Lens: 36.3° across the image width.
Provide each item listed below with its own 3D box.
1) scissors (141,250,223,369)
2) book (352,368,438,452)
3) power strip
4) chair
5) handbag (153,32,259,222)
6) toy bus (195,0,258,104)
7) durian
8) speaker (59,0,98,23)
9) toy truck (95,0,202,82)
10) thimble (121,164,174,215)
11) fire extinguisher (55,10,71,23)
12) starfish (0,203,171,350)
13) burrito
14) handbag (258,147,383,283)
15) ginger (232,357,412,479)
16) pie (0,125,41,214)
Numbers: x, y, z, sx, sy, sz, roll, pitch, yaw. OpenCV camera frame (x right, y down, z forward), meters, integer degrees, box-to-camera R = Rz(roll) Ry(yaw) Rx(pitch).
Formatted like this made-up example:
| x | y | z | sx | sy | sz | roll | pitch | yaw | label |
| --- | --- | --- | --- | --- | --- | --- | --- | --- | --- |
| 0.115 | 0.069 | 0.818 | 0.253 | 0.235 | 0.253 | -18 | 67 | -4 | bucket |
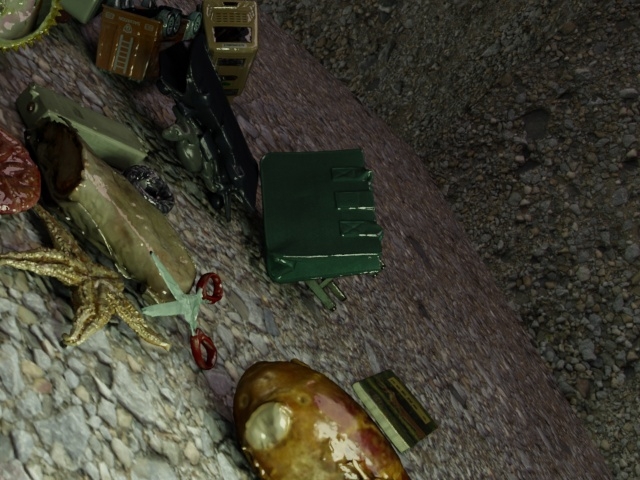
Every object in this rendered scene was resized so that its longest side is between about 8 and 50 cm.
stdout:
| x | y | z | sx | sy | sz | roll | pitch | yaw | label |
| --- | --- | --- | --- | --- | --- | --- | --- | --- | --- |
| -0.187 | 0.089 | 1.345 | 0.247 | 0.017 | 0.144 | 50 | 41 | -67 | scissors |
| 0.150 | 0.330 | 1.924 | 0.160 | 0.024 | 0.228 | 51 | 16 | 14 | book |
| -0.388 | -0.182 | 1.609 | 0.078 | 0.052 | 0.272 | 57 | 16 | 27 | power strip |
| 0.000 | 0.000 | 2.081 | 0.270 | 0.136 | 0.147 | 52 | 14 | 3 | chair |
| -0.221 | -0.211 | 1.885 | 0.269 | 0.118 | 0.325 | -98 | 166 | -64 | handbag |
| -0.225 | -0.436 | 2.265 | 0.289 | 0.139 | 0.157 | 132 | -46 | -68 | toy bus |
| -0.527 | -0.391 | 1.593 | 0.193 | 0.138 | 0.237 | 35 | 62 | -20 | durian |
| -0.484 | -0.576 | 1.967 | 0.184 | 0.183 | 0.406 | 31 | 13 | -14 | speaker |
| -0.355 | -0.414 | 2.035 | 0.136 | 0.162 | 0.305 | 18 | 15 | 5 | toy truck |
| -0.291 | -0.070 | 1.585 | 0.095 | 0.066 | 0.104 | 48 | 18 | 1 | thimble |
| -0.534 | -0.456 | 1.876 | 0.056 | 0.039 | 0.132 | 34 | 8 | 26 | fire extinguisher |
| -0.320 | 0.044 | 1.265 | 0.295 | 0.048 | 0.231 | 50 | 15 | 7 | starfish |
| -0.305 | -0.042 | 1.408 | 0.348 | 0.107 | 0.175 | 49 | -2 | -8 | burrito |
| -0.001 | -0.056 | 1.967 | 0.326 | 0.238 | 0.089 | -96 | -176 | -46 | handbag |
| 0.028 | 0.341 | 1.286 | 0.418 | 0.176 | 0.254 | 55 | 10 | 0 | ginger |
| -0.427 | -0.096 | 1.263 | 0.154 | 0.036 | 0.154 | 33 | 34 | -26 | pie |
